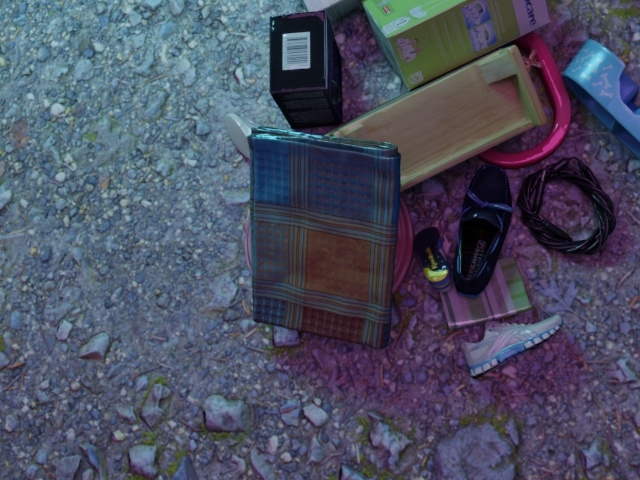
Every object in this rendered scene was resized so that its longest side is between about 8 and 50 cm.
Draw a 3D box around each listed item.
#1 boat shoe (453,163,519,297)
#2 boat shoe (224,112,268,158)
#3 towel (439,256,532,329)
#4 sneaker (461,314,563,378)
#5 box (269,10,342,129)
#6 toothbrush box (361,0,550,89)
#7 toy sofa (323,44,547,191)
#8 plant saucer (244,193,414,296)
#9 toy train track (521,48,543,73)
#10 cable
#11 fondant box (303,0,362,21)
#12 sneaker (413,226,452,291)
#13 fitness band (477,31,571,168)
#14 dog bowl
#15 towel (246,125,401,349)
[{"bbox_3d":[0.302,-0.026,1.338,0.109,0.089,0.258,4,70,14],"label":"boat shoe"},{"bbox_3d":[-0.120,-0.200,1.473,0.063,0.066,0.184,-28,51,-32],"label":"boat shoe"},{"bbox_3d":[0.297,0.097,1.352,0.152,0.023,0.113,-14,62,5],"label":"towel"},{"bbox_3d":[0.339,0.169,1.321,0.190,0.071,0.083,-28,71,4],"label":"sneaker"},{"bbox_3d":[-0.024,-0.316,1.401,0.108,0.207,0.153,-3,81,10],"label":"box"},{"bbox_3d":[0.243,-0.427,1.368,0.283,0.122,0.206,-27,38,5],"label":"toothbrush box"},{"bbox_3d":[0.197,-0.200,1.320,0.362,0.177,0.150,-26,100,-2],"label":"toy sofa"},{"bbox_3d":[0.011,-0.004,1.403,0.332,0.084,0.332,-2,80,9],"label":"plant saucer"},{"bbox_3d":[0.383,-0.316,1.378,0.048,0.014,0.083,21,88,4],"label":"toy train track"},{"bbox_3d":[0.449,-0.055,1.350,0.150,0.047,0.184,-25,77,5],"label":"cable"},{"bbox_3d":[0.084,-0.602,1.435,0.330,0.096,0.238,-25,87,6],"label":"fondant box"},{"bbox_3d":[0.209,0.036,1.364,0.053,0.059,0.144,-21,43,17],"label":"sneaker"},{"bbox_3d":[0.353,-0.279,1.405,0.209,0.054,0.291,-20,78,6],"label":"fitness band"},{"bbox_3d":[0.549,-0.227,1.310,0.074,0.166,0.297,-44,75,12],"label":"dog bowl"},{"bbox_3d":[0.000,0.000,1.274,0.271,0.040,0.370,10,113,20],"label":"towel"}]
